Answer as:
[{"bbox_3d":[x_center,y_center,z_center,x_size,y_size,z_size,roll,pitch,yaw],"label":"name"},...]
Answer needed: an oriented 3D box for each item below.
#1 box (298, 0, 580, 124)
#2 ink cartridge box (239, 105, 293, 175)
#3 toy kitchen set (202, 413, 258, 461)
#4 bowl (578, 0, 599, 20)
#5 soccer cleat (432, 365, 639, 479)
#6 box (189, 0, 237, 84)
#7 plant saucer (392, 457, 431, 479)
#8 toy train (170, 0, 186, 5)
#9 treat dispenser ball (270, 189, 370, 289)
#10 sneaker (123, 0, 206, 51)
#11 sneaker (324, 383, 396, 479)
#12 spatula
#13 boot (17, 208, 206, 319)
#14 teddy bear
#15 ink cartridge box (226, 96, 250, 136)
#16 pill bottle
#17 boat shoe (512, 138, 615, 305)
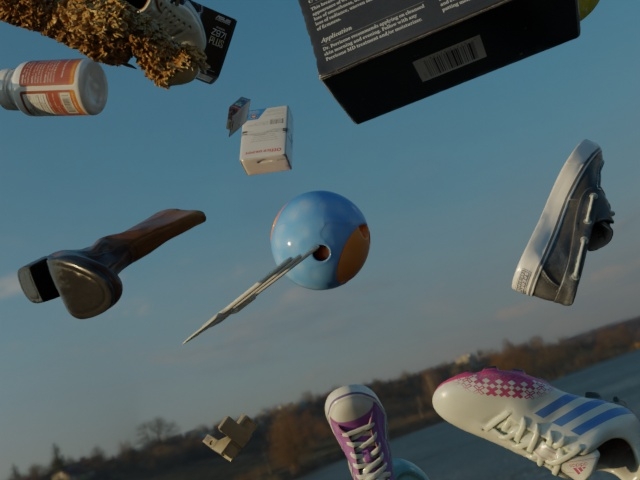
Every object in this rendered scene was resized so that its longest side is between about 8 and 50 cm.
[{"bbox_3d":[0.141,-0.384,1.140,0.343,0.312,0.179,-19,-18,14],"label":"box"},{"bbox_3d":[-0.155,-0.293,2.401,0.140,0.190,0.082,-6,-34,10],"label":"ink cartridge box"},{"bbox_3d":[-0.180,0.353,1.539,0.075,0.068,0.083,10,58,54],"label":"toy kitchen set"},{"bbox_3d":[0.519,-0.643,1.954,0.289,0.289,0.156,-21,-38,8],"label":"bowl"},{"bbox_3d":[0.333,0.281,1.219,0.331,0.143,0.116,11,-51,-7],"label":"soccer cleat"},{"bbox_3d":[-0.301,-0.462,1.874,0.180,0.147,0.077,20,-10,-18],"label":"box"},{"bbox_3d":[0.200,0.579,1.859,0.195,0.195,0.037,-8,-30,-38],"label":"plant saucer"},{"bbox_3d":[-0.220,-0.473,1.468,0.158,0.036,0.027,-60,6,-27],"label":"toy train"},{"bbox_3d":[0.000,0.000,2.360,0.288,0.288,0.288,-18,-14,-5],"label":"treat dispenser ball"},{"bbox_3d":[-0.307,-0.411,1.484,0.106,0.123,0.290,-24,-40,17],"label":"sneaker"},{"bbox_3d":[0.092,0.388,1.450,0.102,0.161,0.282,-20,-54,0],"label":"sneaker"},{"bbox_3d":[-0.112,0.082,1.366,0.242,0.019,0.168,-39,-6,22],"label":"spatula"},{"bbox_3d":[-0.291,0.025,1.280,0.280,0.096,0.264,-27,11,-37],"label":"boot"},{"bbox_3d":[-0.315,-0.323,1.197,0.245,0.338,0.113,-74,9,-76],"label":"teddy bear"},{"bbox_3d":[-0.211,-0.308,2.042,0.115,0.029,0.063,-56,-17,-55],"label":"ink cartridge box"},{"bbox_3d":[-0.577,-0.326,1.760,0.216,0.121,0.121,2,-9,15],"label":"pill bottle"},{"bbox_3d":[0.376,-0.028,1.195,0.301,0.102,0.108,-55,-22,-36],"label":"boat shoe"}]
